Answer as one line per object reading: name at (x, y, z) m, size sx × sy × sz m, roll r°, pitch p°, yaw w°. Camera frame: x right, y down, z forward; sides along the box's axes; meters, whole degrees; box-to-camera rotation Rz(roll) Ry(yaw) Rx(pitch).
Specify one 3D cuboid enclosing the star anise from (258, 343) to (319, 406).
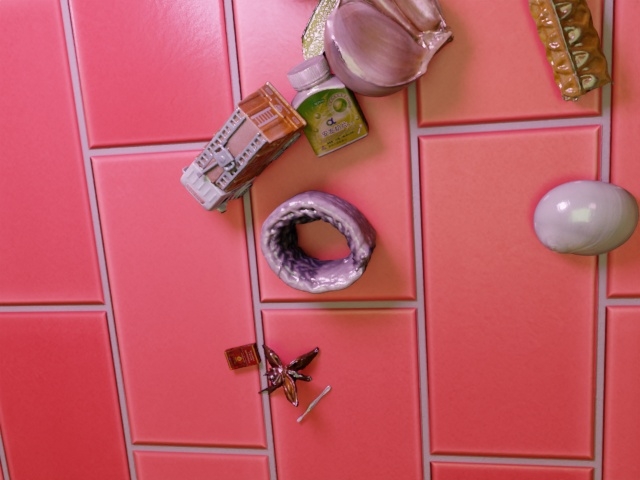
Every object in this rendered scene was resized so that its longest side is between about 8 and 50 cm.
star anise at (-0.086, 0.341, 1.525) m, size 0.140 × 0.158 × 0.144 m, roll 9°, pitch 148°, yaw 5°

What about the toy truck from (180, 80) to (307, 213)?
toy truck at (-0.183, -0.185, 1.335) m, size 0.136 × 0.162 × 0.305 m, roll 48°, pitch 130°, yaw -2°

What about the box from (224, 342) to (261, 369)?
box at (-0.196, 0.292, 1.554) m, size 0.082 × 0.023 × 0.051 m, roll -15°, pitch 98°, yaw 13°

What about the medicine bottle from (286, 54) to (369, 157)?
medicine bottle at (0.009, -0.292, 1.326) m, size 0.132 × 0.088 × 0.188 m, roll -22°, pitch 117°, yaw 15°

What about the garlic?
garlic at (0.121, -0.419, 1.241) m, size 0.292 × 0.210 × 0.237 m, roll 25°, pitch 119°, yaw -10°

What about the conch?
conch at (0.566, -0.038, 1.303) m, size 0.221 × 0.121 × 0.185 m, roll -7°, pitch 131°, yaw 7°

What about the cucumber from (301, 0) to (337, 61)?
cucumber at (0.004, -0.455, 1.342) m, size 0.070 × 0.046 × 0.220 m, roll 30°, pitch 104°, yaw 5°

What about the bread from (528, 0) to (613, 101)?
bread at (0.492, -0.416, 1.237) m, size 0.087 × 0.098 × 0.269 m, roll -27°, pitch 98°, yaw -27°

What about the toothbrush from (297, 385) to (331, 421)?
toothbrush at (-0.017, 0.411, 1.553) m, size 0.011 × 0.013 × 0.131 m, roll 38°, pitch 105°, yaw -10°

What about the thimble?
thimble at (0.000, 0.000, 1.386) m, size 0.245 × 0.157 × 0.217 m, roll 17°, pitch 107°, yaw 7°
